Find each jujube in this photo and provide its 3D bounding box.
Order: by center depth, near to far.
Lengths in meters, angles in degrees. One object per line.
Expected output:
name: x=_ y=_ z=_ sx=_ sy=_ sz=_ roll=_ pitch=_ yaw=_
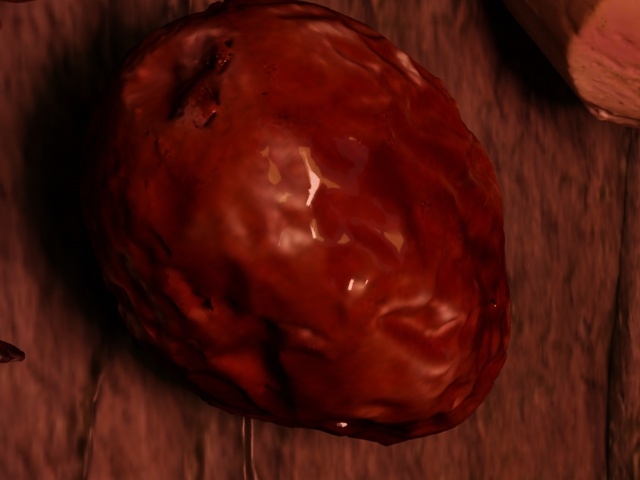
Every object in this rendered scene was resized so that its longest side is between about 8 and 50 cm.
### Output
jujube: x=0.000 y=0.000 z=0.683 sx=0.290 sy=0.197 sz=0.197 roll=47 pitch=62 yaw=-48

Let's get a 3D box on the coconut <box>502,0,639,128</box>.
coconut: x=0.228 y=-0.197 z=0.849 sx=0.259 sy=0.259 sz=0.259 roll=-2 pitch=93 yaw=-40

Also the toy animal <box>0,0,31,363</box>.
toy animal: x=-0.205 y=-0.047 z=0.587 sx=0.260 sy=0.087 sz=0.243 roll=-24 pitch=120 yaw=-39
